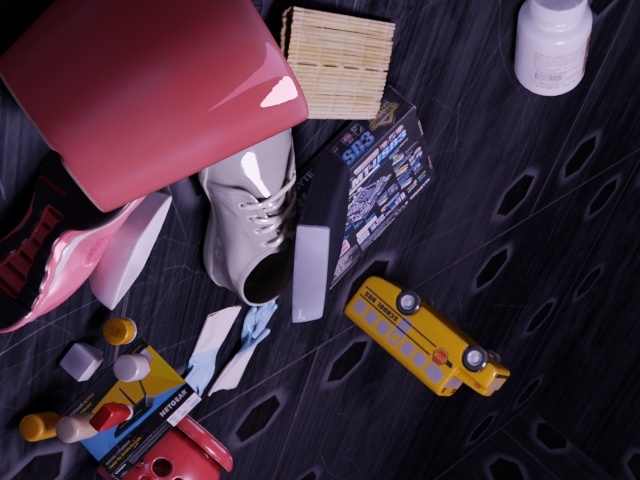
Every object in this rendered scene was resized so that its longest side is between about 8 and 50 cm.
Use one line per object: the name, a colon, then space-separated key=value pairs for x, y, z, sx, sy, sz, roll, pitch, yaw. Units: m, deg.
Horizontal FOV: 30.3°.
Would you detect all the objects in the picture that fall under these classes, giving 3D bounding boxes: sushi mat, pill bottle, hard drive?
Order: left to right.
hard drive: x=0.000 y=0.000 z=1.798 sx=0.255 sy=0.054 sz=0.172 roll=94 pitch=11 yaw=-53
sushi mat: x=0.022 y=-0.247 z=1.689 sx=0.316 sy=0.019 sz=0.152 roll=-10 pitch=113 yaw=-61
pill bottle: x=0.417 y=-0.375 z=2.117 sx=0.131 sy=0.131 sz=0.229 roll=-42 pitch=155 yaw=-16

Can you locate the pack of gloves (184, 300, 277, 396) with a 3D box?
pack of gloves: x=-0.160 y=0.209 z=2.100 sx=0.195 sy=0.046 sz=0.232 roll=-18 pitch=141 yaw=-51

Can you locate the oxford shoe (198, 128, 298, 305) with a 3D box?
oxford shoe: x=-0.088 y=-0.063 z=1.722 sx=0.169 sy=0.130 sz=0.449 roll=-33 pitch=150 yaw=-28

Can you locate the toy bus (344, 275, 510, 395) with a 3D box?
toy bus: x=0.213 y=0.199 z=2.368 sx=0.130 sy=0.332 sz=0.108 roll=-53 pitch=156 yaw=7

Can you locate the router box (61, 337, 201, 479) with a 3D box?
router box: x=-0.294 y=0.261 z=1.837 sx=0.179 sy=0.133 sz=0.046 roll=-45 pitch=156 yaw=-10

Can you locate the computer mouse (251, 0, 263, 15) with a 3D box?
computer mouse: x=-0.137 y=-0.238 z=1.497 sx=0.071 sy=0.041 sz=0.242 roll=-11 pitch=144 yaw=-42

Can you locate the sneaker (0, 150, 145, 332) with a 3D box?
sneaker: x=-0.307 y=-0.021 z=1.468 sx=0.314 sy=0.116 sz=0.136 roll=-47 pitch=170 yaw=6

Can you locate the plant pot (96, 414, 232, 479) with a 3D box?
plant pot: x=-0.257 y=0.389 z=2.025 sx=0.174 sy=0.191 sz=0.191 roll=-49 pitch=157 yaw=-12

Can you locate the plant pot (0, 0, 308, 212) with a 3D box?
plant pot: x=-0.186 y=-0.175 z=1.249 sx=0.243 sy=0.275 sz=0.275 roll=-36 pitch=155 yaw=-5

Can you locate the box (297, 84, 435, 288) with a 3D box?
box: x=0.060 y=-0.081 z=2.013 sx=0.295 sy=0.073 sz=0.293 roll=-46 pitch=155 yaw=-6

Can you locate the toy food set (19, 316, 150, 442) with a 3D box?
toy food set: x=-0.328 y=0.219 z=1.755 sx=0.232 sy=0.111 sz=0.104 roll=-53 pitch=168 yaw=5

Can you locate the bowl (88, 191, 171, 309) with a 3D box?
bowl: x=-0.258 y=0.005 z=1.574 sx=0.142 sy=0.053 sz=0.142 roll=-62 pitch=-178 yaw=30
